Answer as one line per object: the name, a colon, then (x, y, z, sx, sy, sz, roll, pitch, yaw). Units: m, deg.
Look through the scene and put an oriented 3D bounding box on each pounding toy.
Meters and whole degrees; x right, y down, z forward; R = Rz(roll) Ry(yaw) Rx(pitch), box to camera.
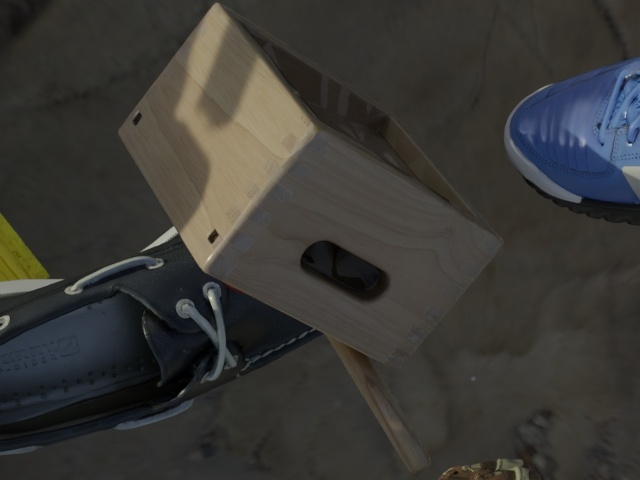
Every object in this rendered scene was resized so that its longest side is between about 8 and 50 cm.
pounding toy: (0.000, 0.000, 0.810, 0.141, 0.130, 0.100, 30, 105, -37)

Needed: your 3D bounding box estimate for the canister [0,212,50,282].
canister: (-0.335, 0.038, 1.695, 0.170, 0.073, 0.126, -41, 124, -10)

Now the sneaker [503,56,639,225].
sneaker: (0.164, -0.055, 0.779, 0.211, 0.081, 0.080, -3, 58, 34)

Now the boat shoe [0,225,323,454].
boat shoe: (-0.101, 0.058, 1.164, 0.303, 0.091, 0.114, -20, 113, -4)

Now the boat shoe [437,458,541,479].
boat shoe: (0.126, 0.226, 1.600, 0.095, 0.257, 0.095, 1, 87, 3)
